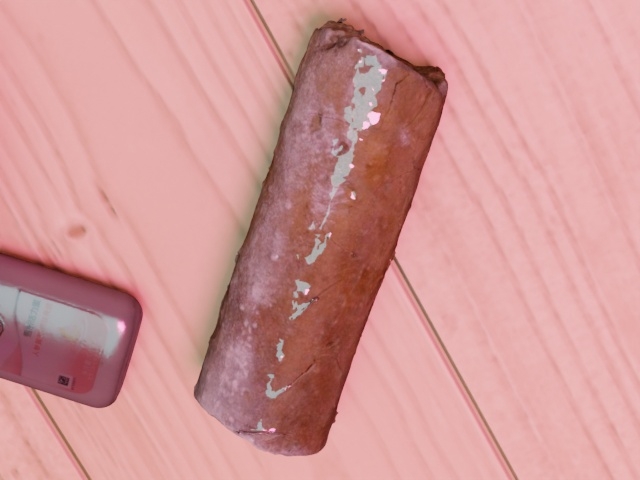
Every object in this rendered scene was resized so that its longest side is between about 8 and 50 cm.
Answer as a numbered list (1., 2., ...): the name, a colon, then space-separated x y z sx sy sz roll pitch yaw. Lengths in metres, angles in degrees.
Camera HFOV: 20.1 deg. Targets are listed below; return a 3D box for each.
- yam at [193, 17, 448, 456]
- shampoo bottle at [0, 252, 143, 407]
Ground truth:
1. yam: 0.000 0.000 1.060 0.093 0.093 0.259 19 110 -1
2. shampoo bottle: -0.197 0.047 1.124 0.165 0.040 0.080 18 112 -1
